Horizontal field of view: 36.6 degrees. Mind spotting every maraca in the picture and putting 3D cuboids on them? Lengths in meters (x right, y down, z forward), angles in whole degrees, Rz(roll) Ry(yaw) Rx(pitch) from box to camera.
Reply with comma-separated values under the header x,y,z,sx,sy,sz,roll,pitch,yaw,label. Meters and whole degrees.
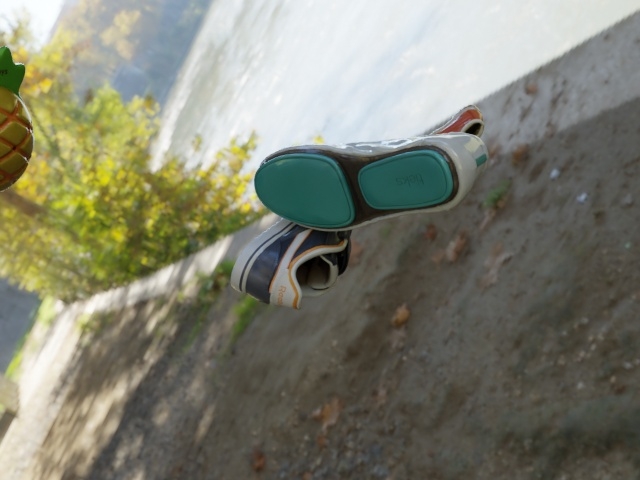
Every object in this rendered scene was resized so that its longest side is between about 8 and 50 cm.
x,y,z,sx,sy,sz,roll,pitch,yaw,label
-0.401,-0.141,1.168,0.127,0.099,0.186,-24,-54,-60,maraca

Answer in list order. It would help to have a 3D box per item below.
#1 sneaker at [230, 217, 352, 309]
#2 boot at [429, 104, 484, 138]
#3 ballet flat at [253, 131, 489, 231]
x,y,z,sx,sy,sz,roll,pitch,yaw,label
0.000,0.000,1.547,0.321,0.127,0.126,-47,-25,-37,sneaker
0.252,-0.188,1.865,0.158,0.059,0.084,-47,22,17,boot
0.075,-0.093,1.412,0.400,0.139,0.139,-3,57,45,ballet flat
